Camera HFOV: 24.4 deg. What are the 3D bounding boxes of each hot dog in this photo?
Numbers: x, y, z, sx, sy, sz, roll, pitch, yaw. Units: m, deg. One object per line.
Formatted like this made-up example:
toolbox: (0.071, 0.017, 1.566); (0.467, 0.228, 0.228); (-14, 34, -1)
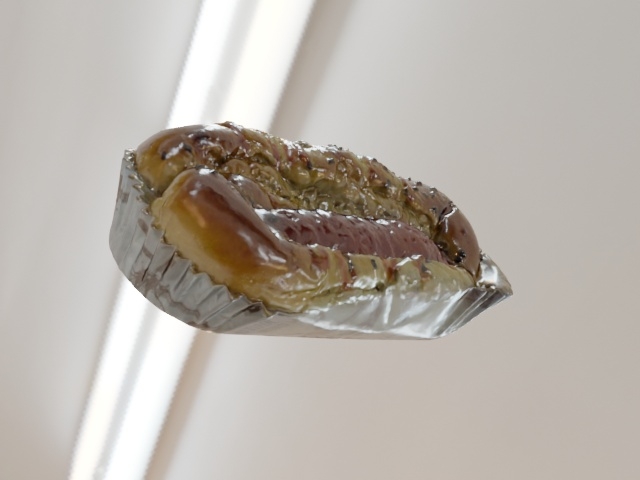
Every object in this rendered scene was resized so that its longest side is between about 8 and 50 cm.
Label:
hot dog: (0.000, 0.000, 0.743); (0.069, 0.253, 0.131); (-55, -127, 23)
